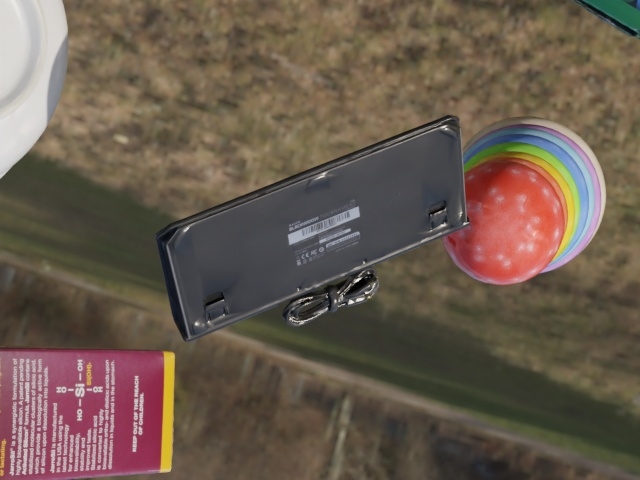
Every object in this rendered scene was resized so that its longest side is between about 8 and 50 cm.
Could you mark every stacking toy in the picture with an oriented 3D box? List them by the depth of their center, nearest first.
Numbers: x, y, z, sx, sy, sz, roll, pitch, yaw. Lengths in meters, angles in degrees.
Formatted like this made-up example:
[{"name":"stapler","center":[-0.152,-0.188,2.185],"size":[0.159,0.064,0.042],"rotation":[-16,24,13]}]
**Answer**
[{"name":"stacking toy","center":[0.158,-0.025,1.166],"size":[0.141,0.141,0.330],"rotation":[14,-172,8]}]

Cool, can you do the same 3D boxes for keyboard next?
[{"name":"keyboard","center":[0.000,0.000,0.811],"size":[0.023,0.180,0.108],"rotation":[52,158,47]}]

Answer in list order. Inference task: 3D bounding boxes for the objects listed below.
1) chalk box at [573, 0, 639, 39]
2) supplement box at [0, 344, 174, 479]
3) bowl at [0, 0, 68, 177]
[{"name":"chalk box","center":[0.230,-0.191,0.758],"size":[0.179,0.289,0.180],"rotation":[29,121,-9]},{"name":"supplement box","center":[-0.191,0.105,0.902],"size":[0.104,0.080,0.188],"rotation":[-3,174,39]},{"name":"bowl","center":[-0.318,-0.164,1.201],"size":[0.298,0.297,0.134],"rotation":[29,164,-37]}]
